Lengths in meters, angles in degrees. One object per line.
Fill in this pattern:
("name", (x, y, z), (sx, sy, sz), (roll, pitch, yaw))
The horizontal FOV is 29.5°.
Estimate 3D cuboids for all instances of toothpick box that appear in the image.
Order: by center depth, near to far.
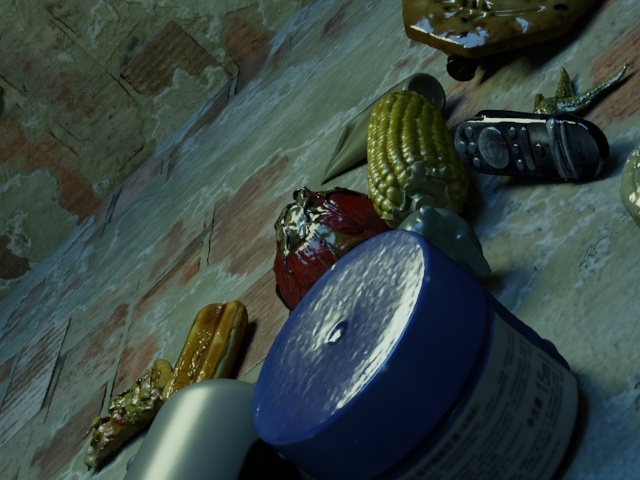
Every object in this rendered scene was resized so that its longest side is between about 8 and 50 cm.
("toothpick box", (-0.134, 0.296, 1.392), (0.229, 0.229, 0.316), (-33, 23, 37))

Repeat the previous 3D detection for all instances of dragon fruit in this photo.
("dragon fruit", (0.002, -0.003, 1.768), (0.224, 0.148, 0.218), (-39, 15, 7))

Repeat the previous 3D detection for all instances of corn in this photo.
("corn", (0.133, -0.115, 1.762), (0.144, 0.144, 0.387), (-43, 15, 14))

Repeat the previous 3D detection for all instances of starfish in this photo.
("starfish", (0.319, -0.172, 1.624), (0.217, 0.050, 0.223), (-33, 28, 20))

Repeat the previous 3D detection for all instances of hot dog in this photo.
("hot dog", (-0.178, 0.195, 1.923), (0.104, 0.076, 0.250), (-14, 37, 25))

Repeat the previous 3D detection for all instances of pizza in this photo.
("pizza", (-0.328, 0.284, 2.072), (0.226, 0.069, 0.147), (-39, 23, 24))

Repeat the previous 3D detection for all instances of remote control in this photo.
("remote control", (0.275, -0.126, 1.539), (0.066, 0.090, 0.266), (-32, 22, -25))

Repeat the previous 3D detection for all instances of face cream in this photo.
("face cream", (0.094, 0.150, 1.181), (0.249, 0.225, 0.249), (-42, 22, 21))
("face cream", (0.097, -0.196, 2.105), (0.341, 0.084, 0.137), (-27, 36, 61))

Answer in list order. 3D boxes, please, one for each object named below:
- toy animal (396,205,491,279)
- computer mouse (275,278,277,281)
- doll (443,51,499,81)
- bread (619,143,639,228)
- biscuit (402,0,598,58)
("toy animal", (0.129, 0.031, 1.524), (0.108, 0.138, 0.236), (-20, -1, -12))
("computer mouse", (-0.030, 0.025, 1.971), (0.135, 0.047, 0.079), (-32, 25, 34))
("doll", (0.267, -0.380, 2.013), (0.182, 0.117, 0.257), (-39, 21, 41))
("bread", (0.357, -0.030, 1.091), (0.134, 0.141, 0.148), (-48, 18, -5))
("biscuit", (0.290, -0.416, 1.912), (0.359, 0.046, 0.359), (-12, 46, 13))
